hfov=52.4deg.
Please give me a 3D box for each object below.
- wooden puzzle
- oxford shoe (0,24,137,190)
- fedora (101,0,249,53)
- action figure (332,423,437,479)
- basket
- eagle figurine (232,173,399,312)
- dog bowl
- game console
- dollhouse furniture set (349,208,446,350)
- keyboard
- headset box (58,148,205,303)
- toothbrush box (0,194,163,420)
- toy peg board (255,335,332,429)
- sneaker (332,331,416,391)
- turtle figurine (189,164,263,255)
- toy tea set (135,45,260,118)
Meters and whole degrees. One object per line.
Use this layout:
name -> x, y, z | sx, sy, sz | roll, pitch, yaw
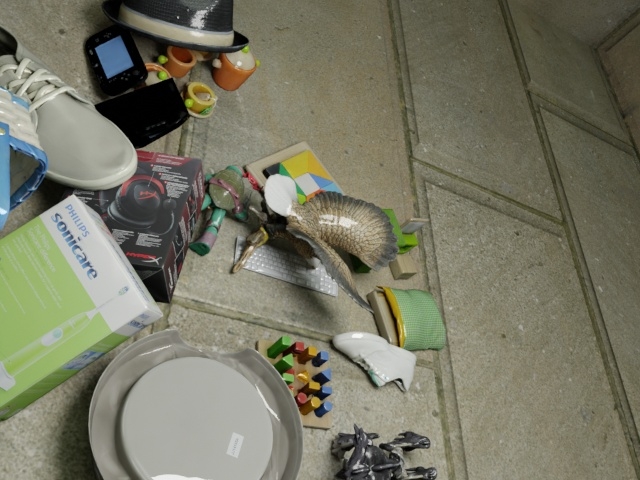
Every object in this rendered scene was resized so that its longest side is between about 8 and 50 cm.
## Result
wooden puzzle -> -0.039, -0.131, 1.566 | 0.238, 0.044, 0.221 | -30, 80, -45
oxford shoe -> -0.510, -0.247, 1.157 | 0.449, 0.130, 0.169 | 39, 56, 14
fedora -> -0.312, -0.537, 1.451 | 0.333, 0.153, 0.334 | 12, 27, -6
action figure -> 0.100, 0.426, 1.205 | 0.275, 0.141, 0.164 | 14, 53, -49
basket -> -0.546, -0.095, 1.003 | 0.201, 0.254, 0.289 | 25, 46, -44
eagle figurine -> 0.003, 0.004, 1.359 | 0.298, 0.227, 0.225 | 14, -2, 19
dog bowl -> -0.204, 0.316, 1.053 | 0.348, 0.102, 0.349 | 18, 46, -19
game console -> -0.422, -0.326, 1.362 | 0.213, 0.044, 0.361 | -23, 58, -10
dollhouse furniture set -> 0.214, 0.096, 1.515 | 0.197, 0.151, 0.302 | 2, 59, -36
keyboard -> -0.070, 0.059, 1.428 | 0.256, 0.014, 0.072 | 19, 50, -25
headset box -> -0.341, -0.047, 1.173 | 0.218, 0.110, 0.293 | 7, 50, 1
toothbrush box -> -0.416, 0.102, 0.962 | 0.283, 0.122, 0.206 | -35, 81, -8
toy peg board -> -0.036, 0.268, 1.256 | 0.160, 0.079, 0.161 | 16, 52, -27
sneaker -> 0.117, 0.261, 1.385 | 0.212, 0.080, 0.094 | 24, 60, -23
turtle figurine -> -0.219, -0.090, 1.358 | 0.175, 0.118, 0.234 | 37, 50, -9
toy tea set -> -0.282, -0.411, 1.526 | 0.200, 0.124, 0.336 | 39, 44, -8
